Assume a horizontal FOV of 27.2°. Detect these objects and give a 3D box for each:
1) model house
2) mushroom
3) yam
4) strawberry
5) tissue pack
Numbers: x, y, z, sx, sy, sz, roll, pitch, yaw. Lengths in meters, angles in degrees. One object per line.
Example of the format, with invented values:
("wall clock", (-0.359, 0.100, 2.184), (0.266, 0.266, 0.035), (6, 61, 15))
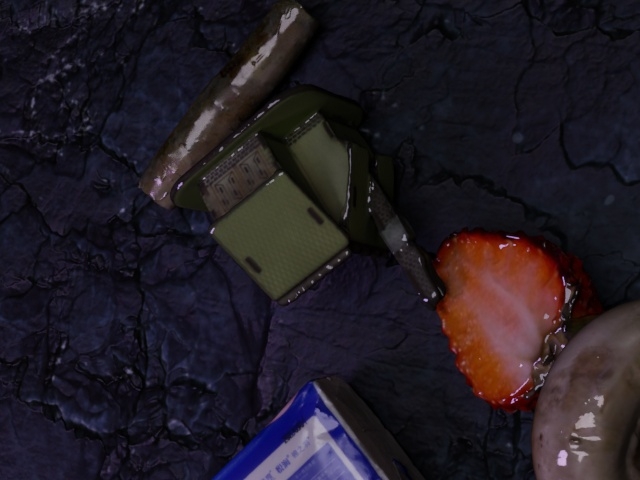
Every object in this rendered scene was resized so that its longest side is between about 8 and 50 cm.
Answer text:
("model house", (0.000, 0.000, 1.494), (0.218, 0.205, 0.279), (-37, 71, 20))
("mushroom", (0.350, 0.198, 1.221), (0.290, 0.292, 0.293), (-162, 85, -71))
("yam", (-0.117, -0.167, 1.646), (0.071, 0.067, 0.317), (38, 104, -5))
("strawberry", (0.222, 0.076, 1.434), (0.236, 0.111, 0.190), (48, 119, 47))
("tissue pack", (-0.021, 0.318, 1.512), (0.270, 0.137, 0.209), (-46, 66, 12))
